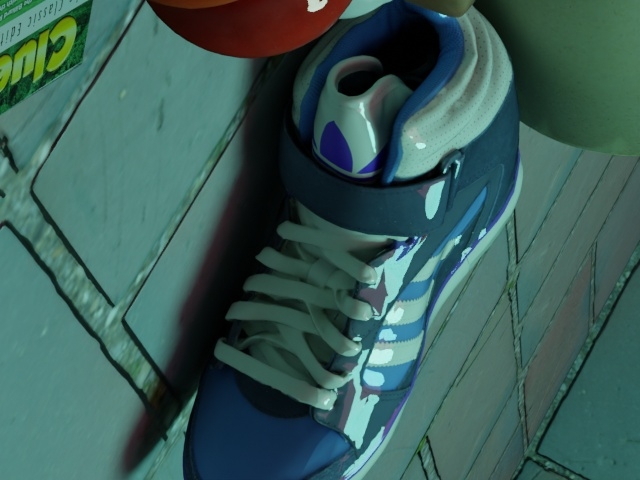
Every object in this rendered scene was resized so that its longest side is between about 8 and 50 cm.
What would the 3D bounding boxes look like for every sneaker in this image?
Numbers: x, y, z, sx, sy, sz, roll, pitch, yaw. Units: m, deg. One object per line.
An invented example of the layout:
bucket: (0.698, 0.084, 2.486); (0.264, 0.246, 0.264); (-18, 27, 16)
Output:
sneaker: (0.001, 0.000, 1.124); (0.323, 0.130, 0.236); (-55, 154, -15)

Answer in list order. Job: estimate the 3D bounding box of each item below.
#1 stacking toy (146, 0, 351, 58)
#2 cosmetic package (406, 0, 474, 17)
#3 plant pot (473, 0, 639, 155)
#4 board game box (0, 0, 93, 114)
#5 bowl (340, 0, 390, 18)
stacking toy: (-0.054, -0.138, 0.607); (0.141, 0.141, 0.330); (-63, 162, -1)
cosmetic package: (0.016, -0.227, 0.710); (0.129, 0.153, 0.296); (-59, 163, -20)
plant pot: (0.180, -0.231, 1.135); (0.256, 0.256, 0.274); (-57, 148, -22)
board game box: (-0.148, -0.073, 0.653); (0.260, 0.030, 0.136); (-43, 153, -52)
bowl: (0.040, -0.192, 1.039); (0.142, 0.053, 0.142); (-54, 163, -37)
